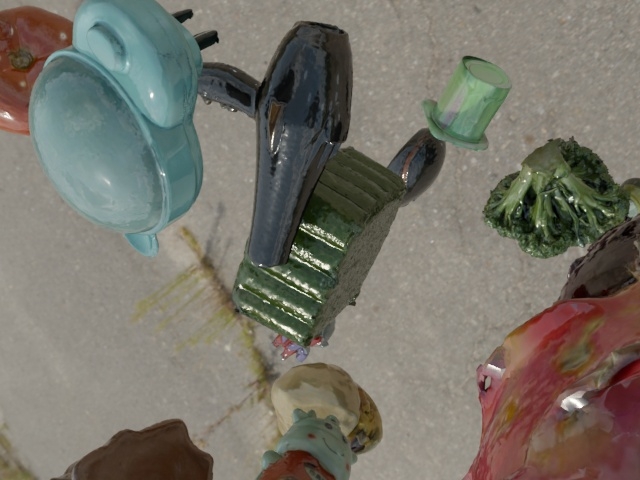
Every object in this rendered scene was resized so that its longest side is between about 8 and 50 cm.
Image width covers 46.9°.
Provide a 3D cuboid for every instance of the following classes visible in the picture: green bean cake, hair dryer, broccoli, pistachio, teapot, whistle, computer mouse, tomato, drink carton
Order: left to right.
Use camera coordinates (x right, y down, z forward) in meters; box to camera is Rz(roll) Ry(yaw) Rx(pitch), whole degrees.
[{"bbox_3d":[-0.552,-0.317,1.420,0.260,0.260,0.180,48,169,5],"label":"tomato"},{"bbox_3d":[-0.129,-0.161,0.940,0.359,0.120,0.304,29,118,23],"label":"hair dryer"},{"bbox_3d":[-0.028,0.289,0.850,0.101,0.253,0.106,17,126,16],"label":"whistle"},{"bbox_3d":[0.000,0.000,1.104,0.156,0.250,0.247,29,120,12],"label":"green bean cake"},{"bbox_3d":[0.009,0.295,1.282,0.229,0.157,0.157,11,125,51],"label":"pistachio"},{"bbox_3d":[0.234,-0.166,1.958,0.116,0.183,0.323,47,143,11],"label":"computer mouse"},{"bbox_3d":[0.307,-0.284,1.498,0.144,0.146,0.142,13,129,-20],"label":"drink carton"},{"bbox_3d":[0.550,-0.104,1.736,0.304,0.321,0.283,49,178,38],"label":"broccoli"},{"bbox_3d":[0.788,-0.095,1.821,0.165,0.119,0.130,-13,97,69],"label":"teapot"}]

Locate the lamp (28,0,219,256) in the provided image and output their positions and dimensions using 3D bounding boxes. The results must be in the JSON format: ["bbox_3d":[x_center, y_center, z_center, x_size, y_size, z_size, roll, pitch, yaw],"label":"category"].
[{"bbox_3d":[-0.206,-0.121,0.758,0.209,0.147,0.284,42,124,12],"label":"lamp"}]

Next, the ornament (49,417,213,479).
[{"bbox_3d":[-0.309,0.401,1.127,0.221,0.235,0.217,23,144,-29],"label":"ornament"}]

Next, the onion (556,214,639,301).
[{"bbox_3d":[0.411,0.086,0.796,0.347,0.348,0.285,5,148,40],"label":"onion"}]

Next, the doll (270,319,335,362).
[{"bbox_3d":[-0.026,0.169,1.423,0.102,0.075,0.227,49,134,5],"label":"doll"}]

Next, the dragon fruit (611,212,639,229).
[{"bbox_3d":[0.609,0.069,1.397,0.211,0.147,0.282,53,162,-2],"label":"dragon fruit"}]

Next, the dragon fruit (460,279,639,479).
[{"bbox_3d":[0.211,0.196,0.371,0.370,0.249,0.387,-4,97,44],"label":"dragon fruit"}]
